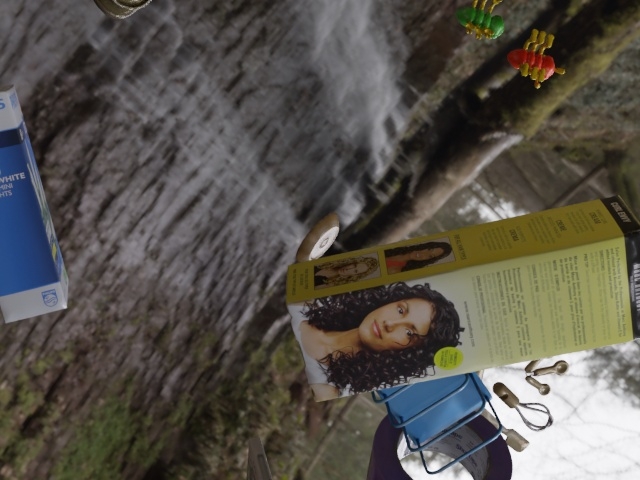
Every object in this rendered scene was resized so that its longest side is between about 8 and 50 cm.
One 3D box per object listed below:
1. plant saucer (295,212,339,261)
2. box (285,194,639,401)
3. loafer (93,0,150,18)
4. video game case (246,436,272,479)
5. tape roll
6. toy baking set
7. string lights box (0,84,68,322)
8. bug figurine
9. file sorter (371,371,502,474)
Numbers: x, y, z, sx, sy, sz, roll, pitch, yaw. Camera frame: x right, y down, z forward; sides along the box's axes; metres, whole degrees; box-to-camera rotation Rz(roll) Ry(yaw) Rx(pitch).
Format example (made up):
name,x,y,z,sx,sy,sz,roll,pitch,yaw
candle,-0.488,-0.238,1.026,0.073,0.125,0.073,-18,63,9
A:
name,x,y,z,sx,sy,sz,roll,pitch,yaw
plant saucer,0.000,0.000,1.191,0.083,0.015,0.083,-45,163,-18
box,0.098,0.040,0.599,0.232,0.087,0.058,-13,-153,6
loafer,-0.126,-0.236,0.686,0.050,0.056,0.148,5,-118,58
video game case,-0.093,0.431,1.360,0.173,0.022,0.190,-120,-148,-63
tape roll,0.159,0.312,1.202,0.189,0.189,0.080,-82,179,-52
toy baking set,0.352,0.278,1.623,0.030,0.196,0.256,-113,-145,-69
string lights box,-0.372,-0.048,1.058,0.076,0.260,0.133,-14,-164,-12
bug figurine,0.355,-0.417,1.562,0.072,0.216,0.279,156,-47,-75
file sorter,0.127,0.179,1.077,0.118,0.170,0.104,-33,-164,7
